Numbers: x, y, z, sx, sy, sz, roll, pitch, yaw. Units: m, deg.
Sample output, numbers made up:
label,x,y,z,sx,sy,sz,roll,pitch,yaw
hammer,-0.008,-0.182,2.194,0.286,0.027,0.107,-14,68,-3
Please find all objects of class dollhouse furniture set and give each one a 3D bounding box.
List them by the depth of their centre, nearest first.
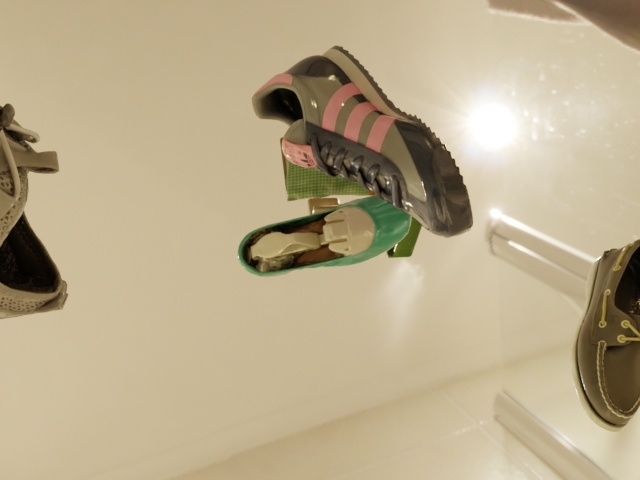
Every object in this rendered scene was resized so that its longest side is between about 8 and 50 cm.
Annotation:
label,x,y,z,sx,sy,sz,roll,pitch,yaw
dollhouse furniture set,0.045,-0.126,1.300,0.198,0.301,0.151,-2,-41,-9

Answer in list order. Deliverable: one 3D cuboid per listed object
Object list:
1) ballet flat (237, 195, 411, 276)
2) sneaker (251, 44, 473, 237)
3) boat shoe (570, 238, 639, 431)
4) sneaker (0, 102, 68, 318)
label,x,y,z,sx,sy,sz,roll,pitch,yaw
ballet flat,0.000,0.000,1.028,0.247,0.087,0.083,-15,-93,18
sneaker,0.036,-0.093,0.850,0.131,0.319,0.112,-25,-44,-14
boat shoe,0.437,0.126,1.127,0.109,0.091,0.305,27,-127,-8
sneaker,-0.184,-0.060,0.376,0.115,0.105,0.281,4,-39,-5
